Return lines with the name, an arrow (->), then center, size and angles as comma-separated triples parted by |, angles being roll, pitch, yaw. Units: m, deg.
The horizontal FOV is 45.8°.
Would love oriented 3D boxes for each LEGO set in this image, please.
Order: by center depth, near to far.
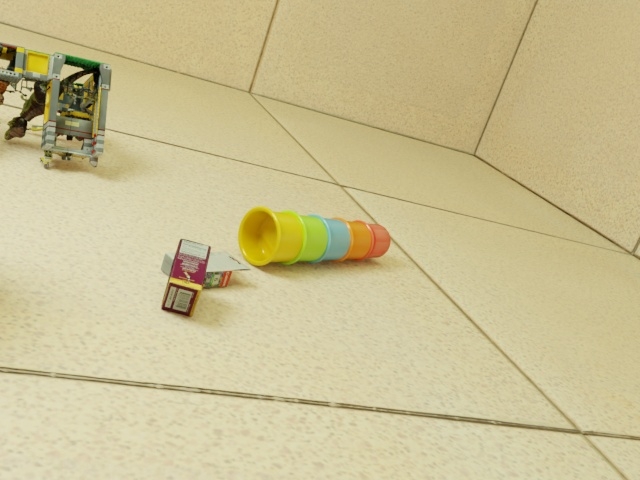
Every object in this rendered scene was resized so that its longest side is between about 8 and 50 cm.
LEGO set -> -0.522, -0.217, 1.330 | 0.332, 0.192, 0.255 | 9, -9, -40

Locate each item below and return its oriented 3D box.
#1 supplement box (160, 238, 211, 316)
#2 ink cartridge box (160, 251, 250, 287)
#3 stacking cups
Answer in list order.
supplement box -> -0.172, 0.047, 0.972 | 0.043, 0.055, 0.083 | 16, 39, -11
ink cartridge box -> -0.163, 0.042, 1.084 | 0.063, 0.029, 0.115 | 33, 21, 36
stacking cups -> 0.000, 0.000, 1.305 | 0.096, 0.096, 0.316 | 33, 17, 35
